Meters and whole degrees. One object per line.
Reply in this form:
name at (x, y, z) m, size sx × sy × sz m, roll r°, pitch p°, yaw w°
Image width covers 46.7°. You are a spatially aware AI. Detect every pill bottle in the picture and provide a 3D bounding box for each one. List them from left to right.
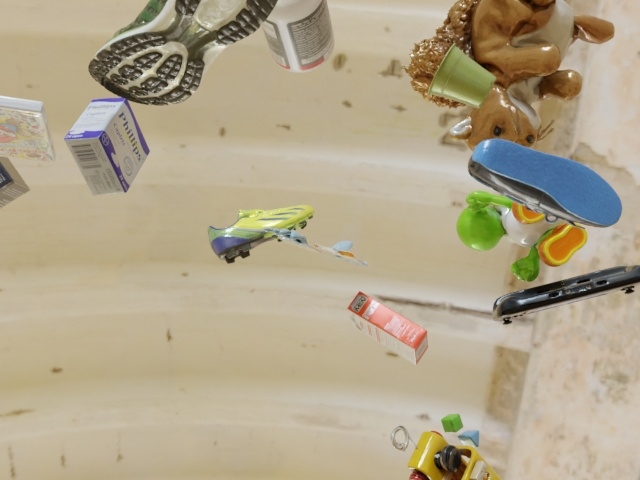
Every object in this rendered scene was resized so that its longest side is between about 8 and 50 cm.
pill bottle at (-0.062, -0.527, 1.691) m, size 0.283 × 0.161 × 0.161 m, roll 70°, pitch -146°, yaw -67°

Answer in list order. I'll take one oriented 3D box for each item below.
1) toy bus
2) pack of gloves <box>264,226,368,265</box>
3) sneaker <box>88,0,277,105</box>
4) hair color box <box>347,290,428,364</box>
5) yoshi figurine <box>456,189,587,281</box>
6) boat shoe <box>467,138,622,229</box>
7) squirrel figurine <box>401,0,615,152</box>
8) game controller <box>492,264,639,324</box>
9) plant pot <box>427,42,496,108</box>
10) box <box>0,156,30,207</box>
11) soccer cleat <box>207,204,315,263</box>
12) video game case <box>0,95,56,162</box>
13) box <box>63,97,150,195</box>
toy bus at (0.233, 0.395, 1.251) m, size 0.202 × 0.104 × 0.191 m, roll 2°, pitch -104°, yaw -42°
pack of gloves at (0.000, 0.000, 1.499) m, size 0.232 × 0.195 × 0.046 m, roll 34°, pitch -105°, yaw -77°
sneaker at (-0.214, -0.362, 1.190) m, size 0.158 × 0.410 × 0.182 m, roll 36°, pitch -136°, yaw -35°
hair color box at (0.140, 0.181, 1.541) m, size 0.053 × 0.167 × 0.093 m, roll -53°, pitch -24°, yaw -19°
yoshi figurine at (0.404, -0.027, 1.603) m, size 0.362 × 0.203 × 0.203 m, roll -143°, pitch 68°, yaw -83°
boat shoe at (0.369, -0.096, 1.229) m, size 0.109 × 0.258 × 0.089 m, roll -60°, pitch -1°, yaw -19°
squirrel figurine at (0.392, -0.371, 1.677) m, size 0.281 × 0.397 × 0.370 m, roll 12°, pitch -82°, yaw -47°
game controller at (0.513, 0.113, 1.529) m, size 0.166 × 0.319 × 0.067 m, roll 22°, pitch -128°, yaw -85°
plant pot at (0.212, -0.234, 1.089) m, size 0.083 × 0.079 × 0.083 m, roll -59°, pitch -9°, yaw -15°
box at (-0.897, -0.167, 1.712) m, size 0.294 × 0.296 × 0.183 m, roll -34°, pitch 3°, yaw -9°
soccer cleat at (-0.148, -0.045, 1.877) m, size 0.289 × 0.121 × 0.093 m, roll -24°, pitch -17°, yaw -22°
video game case at (-0.602, -0.205, 1.328) m, size 0.206 × 0.227 × 0.026 m, roll 124°, pitch 150°, yaw -67°
box at (-0.383, -0.172, 1.348) m, size 0.137 × 0.072 × 0.126 m, roll -77°, pitch -22°, yaw -47°
